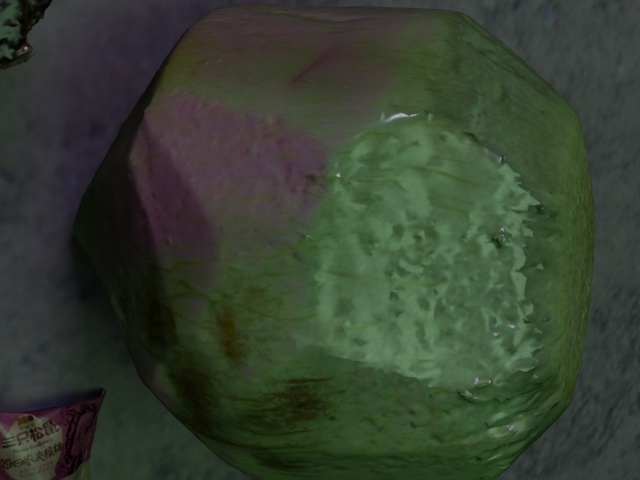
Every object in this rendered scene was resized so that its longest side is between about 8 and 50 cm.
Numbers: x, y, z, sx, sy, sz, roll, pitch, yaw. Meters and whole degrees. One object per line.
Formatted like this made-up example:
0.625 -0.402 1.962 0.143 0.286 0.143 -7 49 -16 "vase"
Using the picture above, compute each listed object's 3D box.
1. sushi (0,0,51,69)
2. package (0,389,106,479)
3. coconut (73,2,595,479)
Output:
-0.158 -0.077 0.513 0.150 0.090 0.078 -52 134 -5 "sushi"
-0.135 0.104 0.685 0.083 0.029 0.059 -6 110 -53 "package"
0.000 0.000 0.627 0.236 0.236 0.204 58 35 -45 "coconut"
